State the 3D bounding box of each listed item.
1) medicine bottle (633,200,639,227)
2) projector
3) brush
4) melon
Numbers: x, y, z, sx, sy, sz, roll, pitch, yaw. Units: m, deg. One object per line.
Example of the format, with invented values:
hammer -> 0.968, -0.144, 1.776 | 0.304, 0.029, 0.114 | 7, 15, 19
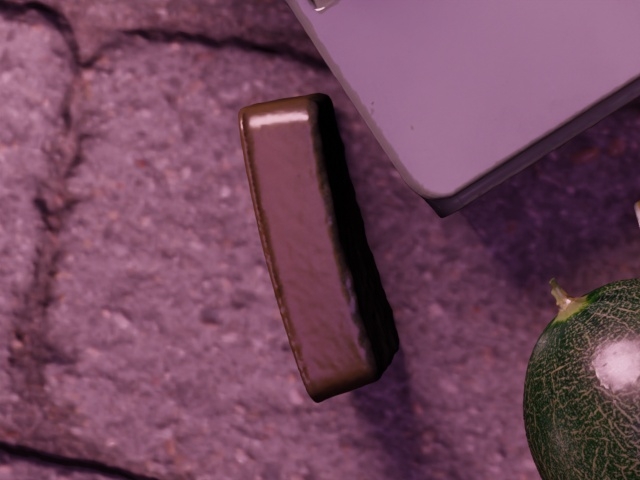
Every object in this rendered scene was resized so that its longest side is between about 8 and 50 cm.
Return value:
medicine bottle -> 0.312, -0.032, 0.886 | 0.218, 0.074, 0.074 | -20, 94, 16
projector -> 0.090, -0.169, 0.894 | 0.198, 0.108, 0.250 | -34, 92, 15
brush -> 0.000, 0.000, 0.931 | 0.059, 0.123, 0.197 | -14, 97, 11
melon -> 0.234, 0.135, 0.872 | 0.182, 0.182, 0.287 | -42, 89, 15
